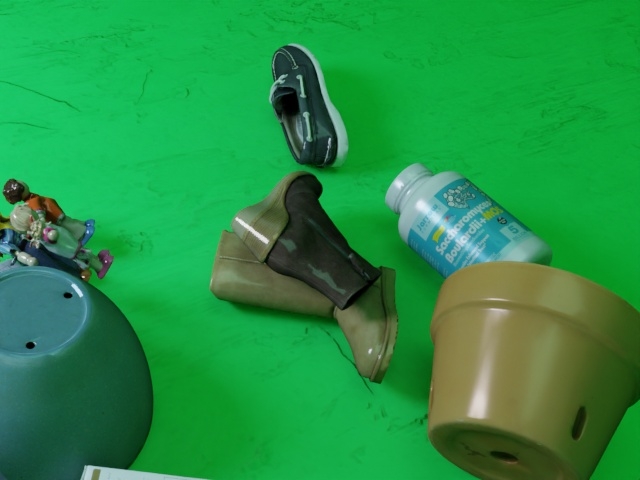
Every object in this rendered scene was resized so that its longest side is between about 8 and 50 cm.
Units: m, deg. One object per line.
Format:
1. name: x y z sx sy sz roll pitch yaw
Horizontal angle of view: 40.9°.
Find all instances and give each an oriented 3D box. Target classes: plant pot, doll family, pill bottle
1. plant pot: -0.338 0.145 1.015 0.290 0.195 0.290 8 45 -8
2. doll family: -0.390 0.004 1.146 0.163 0.118 0.263 32 0 -27
3. plant pot: 0.263 0.192 1.101 0.291 0.291 0.203 21 60 6
4. pill bottle: 0.225 -0.011 1.367 0.146 0.146 0.264 -27 58 -35

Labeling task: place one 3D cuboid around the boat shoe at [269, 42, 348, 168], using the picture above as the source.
1. boat shoe: -0.042 -0.254 1.557 0.091 0.114 0.302 -4 46 -27

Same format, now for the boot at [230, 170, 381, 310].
1. boot: 0.000 0.000 1.267 0.207 0.090 0.248 35 30 9

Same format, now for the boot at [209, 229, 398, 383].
1. boot: -0.029 0.093 1.238 0.269 0.089 0.236 12 31 -5

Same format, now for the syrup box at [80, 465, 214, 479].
1. syrup box: -0.155 0.326 0.957 0.237 0.093 0.096 8 45 -8

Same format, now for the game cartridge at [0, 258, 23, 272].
1. game cartridge: -0.446 0.062 1.196 0.056 0.017 0.083 31 46 20

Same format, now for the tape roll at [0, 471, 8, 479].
1. tape roll: -0.393 0.272 0.875 0.189 0.189 0.080 28 46 12
